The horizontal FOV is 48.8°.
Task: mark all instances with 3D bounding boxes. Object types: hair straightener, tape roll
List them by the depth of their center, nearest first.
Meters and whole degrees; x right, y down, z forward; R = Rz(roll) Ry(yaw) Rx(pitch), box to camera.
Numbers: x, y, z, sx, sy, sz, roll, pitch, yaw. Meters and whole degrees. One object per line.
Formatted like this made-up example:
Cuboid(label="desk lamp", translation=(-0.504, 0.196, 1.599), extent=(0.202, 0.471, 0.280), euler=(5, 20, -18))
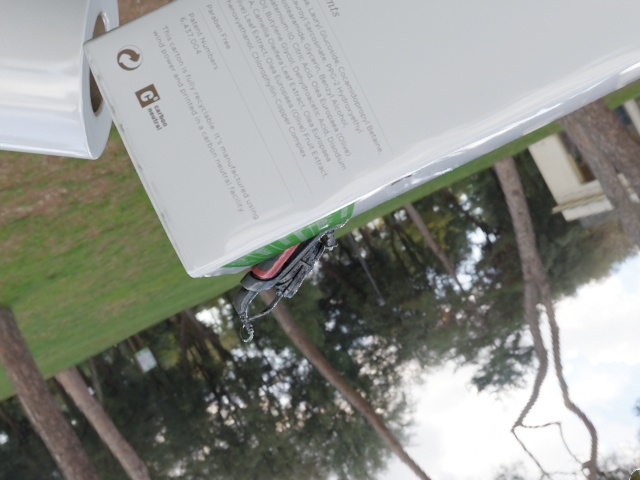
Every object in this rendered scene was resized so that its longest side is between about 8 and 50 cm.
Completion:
Cuboid(label="hair straightener", translation=(0.000, 0.000, 0.654), extent=(0.230, 0.047, 0.089), euler=(-55, 150, -9))
Cuboid(label="tape roll", translation=(-0.359, -0.231, 0.886), extent=(0.169, 0.246, 0.246), euler=(5, 178, -8))

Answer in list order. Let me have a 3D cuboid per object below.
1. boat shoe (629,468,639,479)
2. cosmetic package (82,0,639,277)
Cuboid(label="boat shoe", translation=(0.208, 0.144, 0.380), extent=(0.048, 0.056, 0.153), euler=(0, 167, 40))
Cuboid(label="cosmetic package", translation=(0.062, -0.121, 0.472), extent=(0.366, 0.155, 0.197), euler=(-25, 178, 1))
